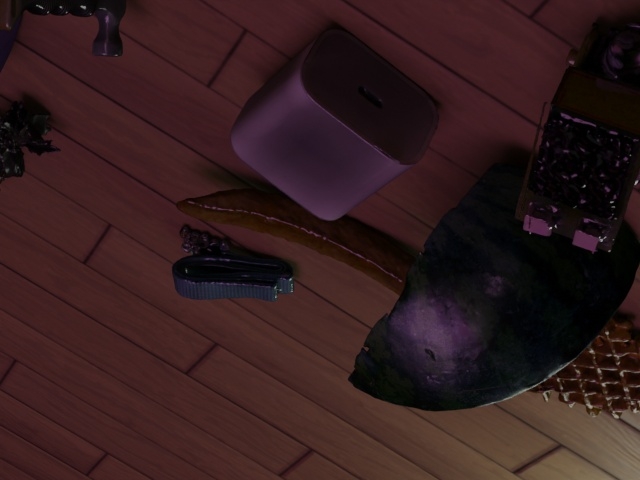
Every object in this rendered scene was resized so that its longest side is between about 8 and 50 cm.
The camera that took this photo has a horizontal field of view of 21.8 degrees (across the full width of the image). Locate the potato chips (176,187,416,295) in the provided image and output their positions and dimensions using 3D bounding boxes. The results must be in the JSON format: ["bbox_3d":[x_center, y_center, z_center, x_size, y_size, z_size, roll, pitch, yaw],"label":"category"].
[{"bbox_3d":[0.000,0.000,2.287,0.407,0.080,0.057,23,162,2],"label":"potato chips"}]

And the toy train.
[{"bbox_3d":[0.313,-0.116,1.836,0.134,0.177,0.261,20,145,10],"label":"toy train"}]

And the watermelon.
[{"bbox_3d":[0.186,0.047,2.062,0.319,0.292,0.222,11,148,36],"label":"watermelon"}]

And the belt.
[{"bbox_3d":[-0.125,0.041,2.438,0.179,0.100,0.065,5,142,4],"label":"belt"}]

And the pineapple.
[{"bbox_3d":[-0.482,-0.127,2.410,0.125,0.125,0.251,42,137,-21],"label":"pineapple"}]

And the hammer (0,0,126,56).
[{"bbox_3d":[-0.310,-0.293,1.980,0.041,0.226,0.158,7,102,31],"label":"hammer"}]

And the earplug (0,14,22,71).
[{"bbox_3d":[-0.631,-0.332,2.157,0.456,0.215,0.215,29,146,3],"label":"earplug"}]

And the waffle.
[{"bbox_3d":[0.360,0.162,2.285,0.229,0.051,0.231,34,144,-10],"label":"waffle"}]

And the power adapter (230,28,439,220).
[{"bbox_3d":[0.000,-0.129,2.075,0.187,0.124,0.255,37,145,-13],"label":"power adapter"}]
